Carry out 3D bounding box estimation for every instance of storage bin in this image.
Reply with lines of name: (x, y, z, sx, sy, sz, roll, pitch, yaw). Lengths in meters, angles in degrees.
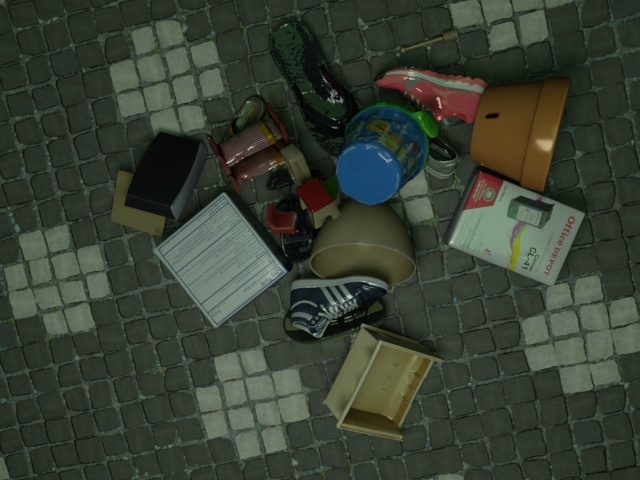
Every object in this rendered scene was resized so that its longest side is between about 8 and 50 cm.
storage bin: (0.182, 0.400, 1.652, 0.260, 0.123, 0.262, 22, 97, -29)

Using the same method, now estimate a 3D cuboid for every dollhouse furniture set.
dollhouse furniture set: (-0.130, -0.173, 1.545, 0.201, 0.152, 0.374, -30, 49, -5)

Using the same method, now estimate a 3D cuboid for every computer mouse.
computer mouse: (-0.048, -0.076, 1.713, 0.184, 0.060, 0.262, -15, 99, -13)

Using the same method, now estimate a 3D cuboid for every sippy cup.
sippy cup: (0.146, -0.208, 1.505, 0.240, 0.224, 0.306, 22, 125, 8)

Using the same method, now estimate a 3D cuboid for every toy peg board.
toy peg board: (-0.515, -0.118, 1.743, 0.161, 0.079, 0.161, 18, 112, 3)

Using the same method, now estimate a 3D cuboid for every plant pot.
plant pot: (0.515, -0.290, 1.543, 0.203, 0.291, 0.291, 15, 97, 20)
plant pot: (0.118, -0.011, 1.616, 0.284, 0.284, 0.191, 2, 64, 5)

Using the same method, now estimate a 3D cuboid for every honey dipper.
honey dipper: (0.300, -0.550, 1.646, 0.160, 0.030, 0.031, -16, 94, 8)

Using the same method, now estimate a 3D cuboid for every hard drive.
hard drive: (-0.432, -0.191, 1.661, 0.172, 0.054, 0.255, 16, 61, 1)

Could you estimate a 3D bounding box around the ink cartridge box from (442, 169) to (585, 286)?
ink cartridge box: (0.525, -0.036, 1.627, 0.306, 0.131, 0.226, 22, 97, 4)

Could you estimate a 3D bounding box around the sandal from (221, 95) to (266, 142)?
sandal: (-0.224, -0.313, 1.696, 0.090, 0.060, 0.219, 31, 97, 1)

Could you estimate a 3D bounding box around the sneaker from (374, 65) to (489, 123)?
sneaker: (0.298, -0.393, 1.618, 0.313, 0.116, 0.136, 9, 98, 4)

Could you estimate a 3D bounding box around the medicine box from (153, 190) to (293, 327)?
medicine box: (-0.271, 0.050, 1.691, 0.263, 0.149, 0.289, -38, 92, 7)

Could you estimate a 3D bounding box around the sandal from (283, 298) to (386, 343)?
sandal: (0.042, 0.240, 1.709, 0.302, 0.086, 0.120, -7, 63, 6)

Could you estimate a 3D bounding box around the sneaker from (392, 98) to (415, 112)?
sneaker: (0.232, -0.364, 1.668, 0.032, 0.037, 0.083, -35, 68, -21)

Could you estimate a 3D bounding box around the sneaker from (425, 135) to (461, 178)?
sneaker: (0.265, -0.280, 1.620, 0.281, 0.115, 0.105, 28, 74, -4)

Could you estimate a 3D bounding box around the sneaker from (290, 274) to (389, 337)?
sneaker: (0.047, 0.183, 1.628, 0.282, 0.099, 0.153, -3, 58, 16)

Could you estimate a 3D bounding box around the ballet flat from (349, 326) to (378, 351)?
ballet flat: (0.122, 0.335, 1.723, 0.091, 0.077, 0.241, 10, 96, 6)

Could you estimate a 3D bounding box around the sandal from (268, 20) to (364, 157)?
sandal: (-0.002, -0.404, 1.645, 0.167, 0.107, 0.446, -35, 92, 8)

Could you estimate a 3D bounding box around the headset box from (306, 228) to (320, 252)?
headset box: (0.000, 0.000, 1.688, 0.032, 0.083, 0.062, 18, 105, 32)
